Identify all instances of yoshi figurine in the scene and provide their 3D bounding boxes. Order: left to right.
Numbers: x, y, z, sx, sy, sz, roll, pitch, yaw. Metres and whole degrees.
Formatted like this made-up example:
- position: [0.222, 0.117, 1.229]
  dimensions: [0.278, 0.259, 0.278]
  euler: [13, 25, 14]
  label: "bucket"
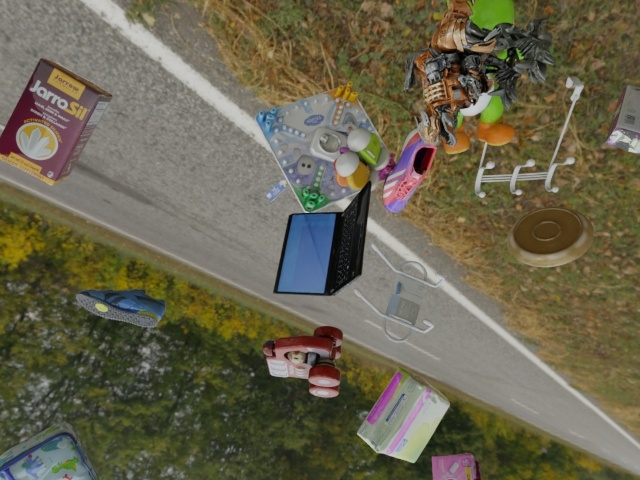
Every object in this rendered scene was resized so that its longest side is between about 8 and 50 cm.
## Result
- position: [0.338, -0.375, 0.891]
  dimensions: [0.203, 0.204, 0.361]
  euler: [16, 130, 45]
  label: "yoshi figurine"

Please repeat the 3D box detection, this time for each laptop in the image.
- position: [0.000, 0.000, 0.971]
  dimensions: [0.137, 0.234, 0.264]
  euler: [15, 155, -13]
  label: "laptop"

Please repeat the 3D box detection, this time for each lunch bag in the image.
- position: [-0.624, 0.557, 0.943]
  dimensions: [0.090, 0.176, 0.218]
  euler: [5, 115, 56]
  label: "lunch bag"

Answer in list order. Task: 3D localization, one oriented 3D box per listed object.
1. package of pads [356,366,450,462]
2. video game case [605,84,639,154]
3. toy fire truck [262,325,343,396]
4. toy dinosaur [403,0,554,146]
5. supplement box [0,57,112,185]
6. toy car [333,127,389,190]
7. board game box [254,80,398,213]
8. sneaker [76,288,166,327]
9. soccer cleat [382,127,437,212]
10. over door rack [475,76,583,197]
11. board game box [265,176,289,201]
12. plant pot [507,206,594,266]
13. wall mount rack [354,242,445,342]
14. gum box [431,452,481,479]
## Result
- position: [0.256, 0.515, 1.209]
  dimensions: [0.101, 0.229, 0.296]
  euler: [28, 168, 42]
  label: "package of pads"
- position: [0.673, -0.209, 0.777]
  dimensions: [0.210, 0.232, 0.041]
  euler: [27, 139, 19]
  label: "video game case"
- position: [-0.059, 0.391, 1.343]
  dimensions: [0.254, 0.169, 0.302]
  euler: [4, 144, 3]
  label: "toy fire truck"
- position: [0.265, -0.326, 0.718]
  dimensions: [0.219, 0.321, 0.164]
  euler: [11, -159, 2]
  label: "toy dinosaur"
- position: [-0.471, -0.207, 0.727]
  dimensions: [0.104, 0.188, 0.081]
  euler: [30, -171, -21]
  label: "supplement box"
- position: [0.107, -0.241, 1.234]
  dimensions: [0.136, 0.181, 0.159]
  euler: [18, 171, 47]
  label: "toy car"
- position: [0.033, -0.334, 1.406]
  dimensions: [0.389, 0.390, 0.050]
  euler: [62, 160, 9]
  label: "board game box"
- position: [-0.504, 0.156, 1.050]
  dimensions: [0.210, 0.082, 0.069]
  euler: [18, 134, -12]
  label: "sneaker"
- position: [0.292, -0.210, 1.360]
  dimensions: [0.109, 0.116, 0.318]
  euler: [9, 127, -14]
  label: "soccer cleat"
- position: [0.577, -0.274, 1.147]
  dimensions: [0.240, 0.108, 0.324]
  euler: [-3, 119, 1]
  label: "over door rack"
- position: [-0.105, -0.235, 1.521]
  dimensions: [0.035, 0.136, 0.201]
  euler: [48, 123, -5]
  label: "board game box"
- position: [0.694, -0.022, 1.254]
  dimensions: [0.236, 0.236, 0.032]
  euler: [1, 142, 41]
  label: "plant pot"
- position: [0.283, 0.177, 1.501]
  dimensions: [0.304, 0.349, 0.130]
  euler: [22, 148, 3]
  label: "wall mount rack"
- position: [0.348, 0.641, 1.035]
  dimensions: [0.107, 0.188, 0.062]
  euler: [-20, 131, 29]
  label: "gum box"
